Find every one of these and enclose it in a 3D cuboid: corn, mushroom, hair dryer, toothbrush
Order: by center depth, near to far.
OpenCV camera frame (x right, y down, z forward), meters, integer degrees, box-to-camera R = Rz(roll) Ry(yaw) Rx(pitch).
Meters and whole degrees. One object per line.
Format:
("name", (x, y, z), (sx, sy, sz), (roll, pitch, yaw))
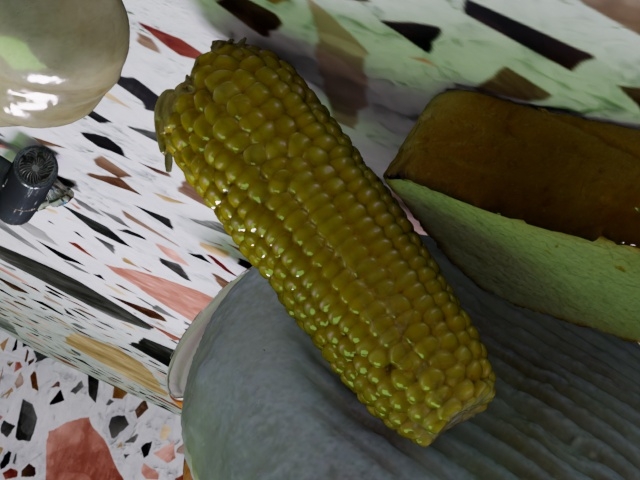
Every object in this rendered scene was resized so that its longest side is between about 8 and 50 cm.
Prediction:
("mushroom", (-0.164, -0.130, 0.778), (0.154, 0.122, 0.154), (23, 129, 32))
("corn", (0.002, -0.003, 0.800), (0.260, 0.091, 0.091), (54, 147, 15))
("hair dryer", (-0.356, -0.097, 1.426), (0.195, 0.050, 0.173), (37, 158, -10))
("toothbrush", (-0.324, -0.047, 1.596), (0.028, 0.026, 0.294), (50, 160, -15))

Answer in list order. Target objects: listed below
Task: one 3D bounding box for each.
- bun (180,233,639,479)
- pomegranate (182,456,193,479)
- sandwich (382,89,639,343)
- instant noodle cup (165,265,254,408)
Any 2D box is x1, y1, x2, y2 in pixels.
("bun", (0.076, 0.153, 0.920), (0.362, 0.362, 0.211), (26, 126, 4))
("pomegranate", (0.016, 0.290, 1.673), (0.338, 0.338, 0.338), (25, 167, 6))
("sandwich", (0.155, 0.000, 0.762), (0.215, 0.065, 0.186), (17, 164, 38))
("instant noodle cup", (-0.038, 0.135, 1.400), (0.174, 0.213, 0.213), (41, 163, -21))
